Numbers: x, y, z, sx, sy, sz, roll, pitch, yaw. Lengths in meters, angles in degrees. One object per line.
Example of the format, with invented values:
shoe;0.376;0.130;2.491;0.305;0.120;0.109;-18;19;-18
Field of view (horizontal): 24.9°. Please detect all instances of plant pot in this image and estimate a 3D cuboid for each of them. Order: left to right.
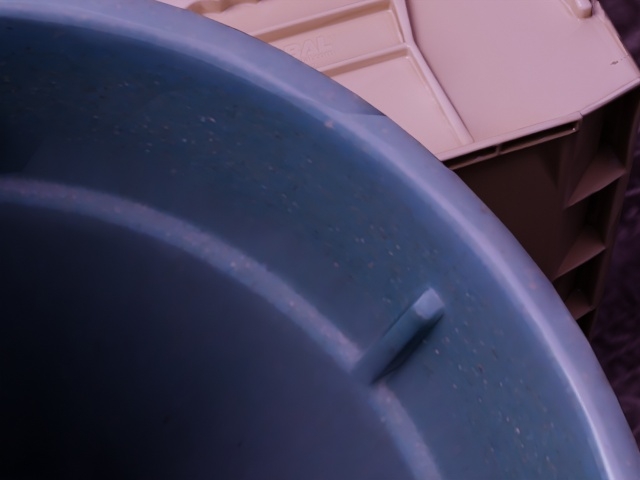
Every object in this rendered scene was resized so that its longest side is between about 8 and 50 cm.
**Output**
plant pot;-0.113;0.150;0.468;0.341;0.334;0.341;6;63;-13

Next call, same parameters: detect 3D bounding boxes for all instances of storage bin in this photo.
storage bin;0.000;0.000;0.685;0.260;0.262;0.123;-17;58;-8
